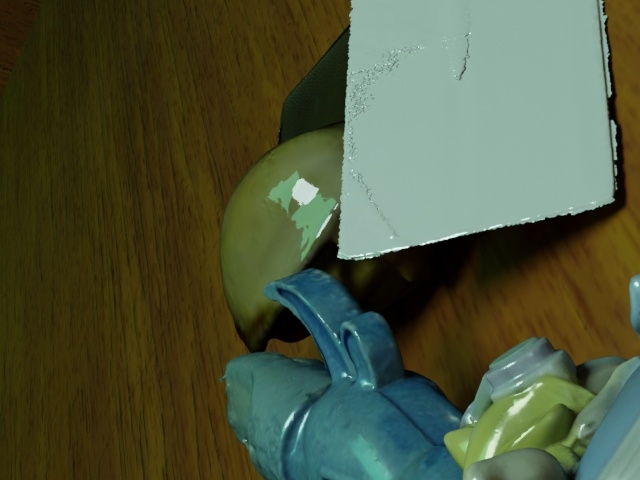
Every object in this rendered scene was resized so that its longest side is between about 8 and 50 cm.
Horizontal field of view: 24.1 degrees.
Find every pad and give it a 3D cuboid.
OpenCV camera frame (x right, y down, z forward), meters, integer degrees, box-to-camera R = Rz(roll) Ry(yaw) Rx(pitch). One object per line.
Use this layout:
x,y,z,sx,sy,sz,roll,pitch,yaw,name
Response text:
0.085,-0.094,0.841,0.156,0.004,0.232,-13,50,21,pad

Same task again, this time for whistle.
0.024,0.112,0.788,0.269,0.093,0.180,23,130,57,whistle

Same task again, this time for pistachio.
0.000,0.000,0.936,0.165,0.131,0.210,-60,10,-25,pistachio

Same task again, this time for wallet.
0.023,-0.111,1.093,0.198,0.031,0.110,-43,36,51,wallet

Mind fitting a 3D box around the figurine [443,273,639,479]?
0.106,0.098,0.576,0.208,0.128,0.184,-36,0,-34,figurine
